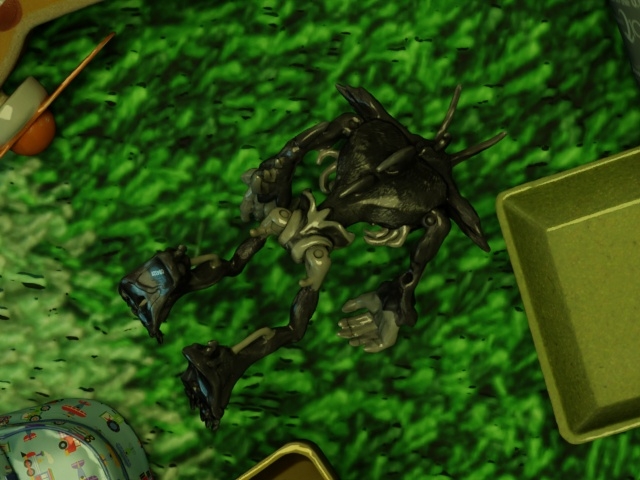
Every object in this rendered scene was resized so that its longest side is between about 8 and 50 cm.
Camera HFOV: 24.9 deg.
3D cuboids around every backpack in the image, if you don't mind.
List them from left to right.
[{"bbox_3d":[-0.207,0.197,1.029,0.173,0.117,0.158,-18,90,3],"label":"backpack"}]

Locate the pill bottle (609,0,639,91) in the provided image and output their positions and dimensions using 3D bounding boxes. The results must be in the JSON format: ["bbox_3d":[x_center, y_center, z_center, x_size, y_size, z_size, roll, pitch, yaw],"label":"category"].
[{"bbox_3d":[0.251,-0.241,0.873,0.204,0.204,0.361,-21,110,6],"label":"pill bottle"}]

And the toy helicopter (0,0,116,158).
[{"bbox_3d":[-0.211,-0.159,1.007,0.355,0.140,0.235,-14,112,17],"label":"toy helicopter"}]

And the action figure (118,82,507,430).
[{"bbox_3d":[0.000,0.000,0.996,0.275,0.141,0.164,-34,78,-20],"label":"action figure"}]

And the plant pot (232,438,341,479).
[{"bbox_3d":[-0.031,0.258,0.970,0.212,0.187,0.212,-35,91,5],"label":"plant pot"}]

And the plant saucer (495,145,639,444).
[{"bbox_3d":[0.233,0.030,0.984,0.188,0.045,0.188,-18,66,12],"label":"plant saucer"}]
